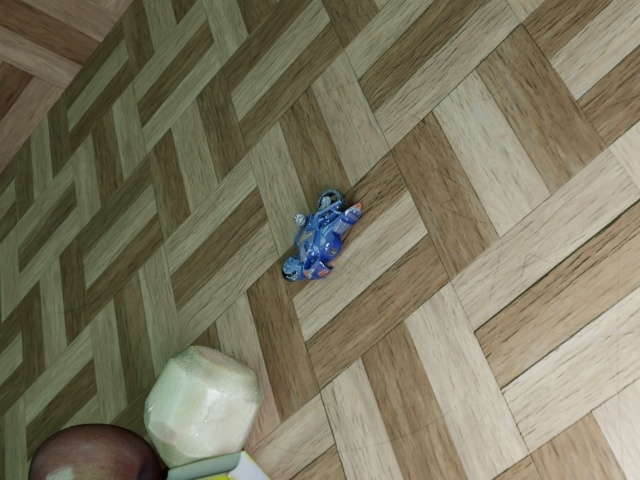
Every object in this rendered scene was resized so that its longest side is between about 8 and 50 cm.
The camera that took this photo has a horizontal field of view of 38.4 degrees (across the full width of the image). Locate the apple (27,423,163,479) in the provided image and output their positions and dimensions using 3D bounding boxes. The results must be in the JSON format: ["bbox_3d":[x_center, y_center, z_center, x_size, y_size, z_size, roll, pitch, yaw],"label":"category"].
[{"bbox_3d":[-0.444,0.508,1.844,0.235,0.306,0.306,-20,53,12],"label":"apple"}]

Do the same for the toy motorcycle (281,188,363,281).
[{"bbox_3d":[0.000,0.000,1.759,0.114,0.076,0.205,34,96,42],"label":"toy motorcycle"}]

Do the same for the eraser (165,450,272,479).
[{"bbox_3d":[-0.170,0.465,1.640,0.226,0.158,0.069,-24,19,41],"label":"eraser"}]

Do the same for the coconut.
[{"bbox_3d":[-0.232,0.324,1.744,0.224,0.224,0.234,39,103,51],"label":"coconut"}]
